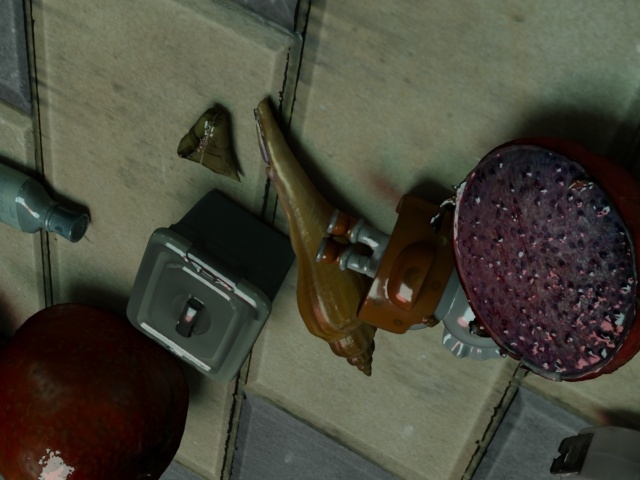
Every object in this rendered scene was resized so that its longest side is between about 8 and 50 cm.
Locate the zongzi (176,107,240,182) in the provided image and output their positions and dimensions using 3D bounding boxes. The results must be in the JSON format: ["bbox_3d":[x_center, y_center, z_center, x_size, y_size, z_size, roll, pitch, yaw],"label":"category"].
[{"bbox_3d":[-0.106,-0.101,1.318,0.083,0.040,0.076,33,139,-15],"label":"zongzi"}]

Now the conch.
[{"bbox_3d":[0.005,-0.001,1.295,0.093,0.109,0.330,-12,105,8],"label":"conch"}]

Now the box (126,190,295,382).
[{"bbox_3d":[-0.130,0.058,1.434,0.162,0.130,0.227,34,145,4],"label":"box"}]

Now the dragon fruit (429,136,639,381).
[{"bbox_3d":[0.237,0.006,1.080,0.224,0.148,0.218,-33,76,54],"label":"dragon fruit"}]

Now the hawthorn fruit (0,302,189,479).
[{"bbox_3d":[-0.357,0.217,1.683,0.369,0.285,0.284,41,146,18],"label":"hawthorn fruit"}]

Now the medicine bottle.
[{"bbox_3d":[-0.405,-0.055,1.601,0.208,0.053,0.090,23,141,16],"label":"medicine bottle"}]

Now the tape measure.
[{"bbox_3d":[0.389,0.292,1.275,0.197,0.120,0.236,-16,124,46],"label":"tape measure"}]

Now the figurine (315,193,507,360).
[{"bbox_3d":[0.129,0.042,1.218,0.271,0.143,0.143,18,148,-16],"label":"figurine"}]
